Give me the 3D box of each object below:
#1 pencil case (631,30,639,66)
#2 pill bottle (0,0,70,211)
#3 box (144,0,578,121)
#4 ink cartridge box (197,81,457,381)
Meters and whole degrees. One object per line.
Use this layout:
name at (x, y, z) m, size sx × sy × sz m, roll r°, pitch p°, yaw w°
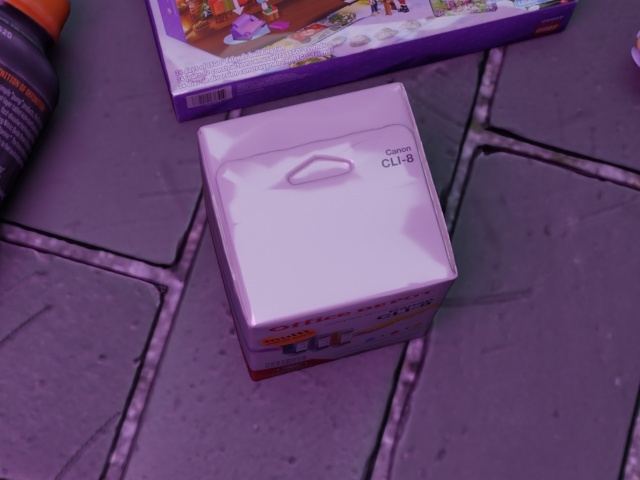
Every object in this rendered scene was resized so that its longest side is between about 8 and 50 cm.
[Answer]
pencil case at (0.332, -0.069, 0.911) m, size 0.124 × 0.113 × 0.273 m, roll -35°, pitch 78°, yaw -2°
pill bottle at (-0.255, -0.071, 0.882) m, size 0.130 × 0.130 × 0.245 m, roll 23°, pitch 74°, yaw 5°
box at (0.014, -0.216, 0.970) m, size 0.293 × 0.057 × 0.200 m, roll -13°, pitch 76°, yaw -6°
ink cartridge box at (0.000, 0.000, 0.846) m, size 0.128 × 0.176 × 0.127 m, roll -14°, pitch 75°, yaw -6°
